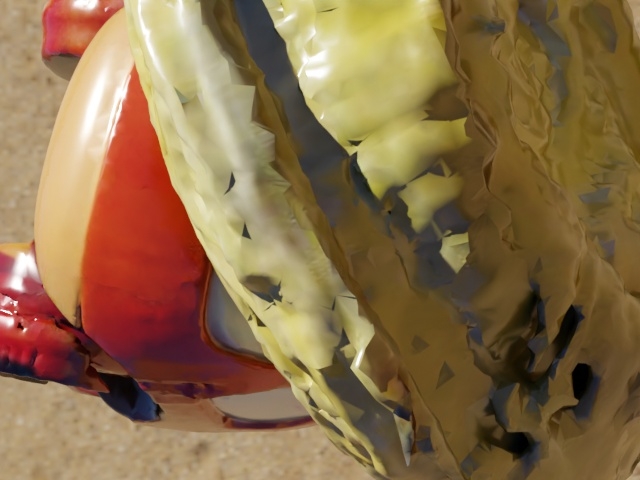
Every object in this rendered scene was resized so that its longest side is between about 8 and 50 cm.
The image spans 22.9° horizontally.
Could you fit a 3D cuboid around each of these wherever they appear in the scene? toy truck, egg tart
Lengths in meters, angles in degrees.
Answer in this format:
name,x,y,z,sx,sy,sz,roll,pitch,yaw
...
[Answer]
name,x,y,z,sx,sy,sz,roll,pitch,yaw
toy truck,0.000,0.000,0.681,0.239,0.265,0.189,11,82,14
egg tart,0.046,-0.038,0.497,0.095,0.279,0.279,-26,75,28
